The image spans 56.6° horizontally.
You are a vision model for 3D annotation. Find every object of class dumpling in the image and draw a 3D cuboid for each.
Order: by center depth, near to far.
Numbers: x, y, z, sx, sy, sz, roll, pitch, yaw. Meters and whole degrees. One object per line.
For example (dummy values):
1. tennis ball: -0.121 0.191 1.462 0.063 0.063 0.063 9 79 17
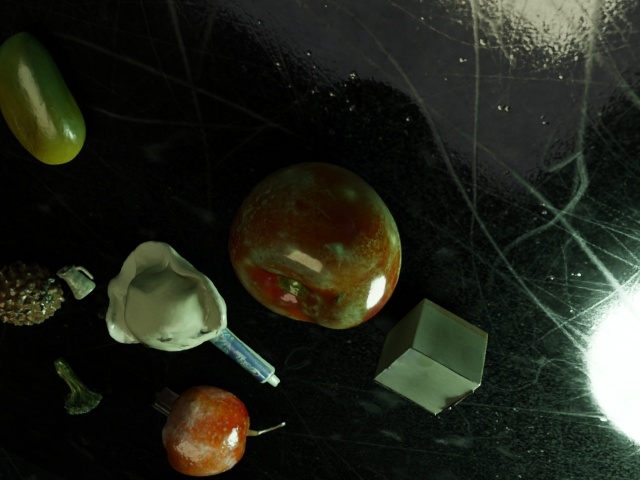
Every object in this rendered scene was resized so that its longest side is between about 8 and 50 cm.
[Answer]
1. dumpling: -0.321 0.117 1.283 0.318 0.187 0.242 -16 85 27

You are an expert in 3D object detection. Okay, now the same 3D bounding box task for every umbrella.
1. umbrella: -0.515 0.167 1.484 0.144 0.037 0.040 -28 103 45

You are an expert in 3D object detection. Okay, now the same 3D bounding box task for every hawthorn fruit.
1. hawthorn fruit: -0.297 0.505 1.571 0.263 0.235 0.231 -3 133 39

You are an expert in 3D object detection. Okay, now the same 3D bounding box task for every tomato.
1. tomato: 0.000 0.000 0.929 0.270 0.222 0.270 20 150 12

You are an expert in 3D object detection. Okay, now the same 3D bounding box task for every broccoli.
1. broccoli: -0.777 0.455 1.874 0.118 0.122 0.204 -16 111 19

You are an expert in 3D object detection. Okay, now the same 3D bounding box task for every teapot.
1. teapot: -0.590 0.093 1.438 0.067 0.057 0.083 -36 113 4

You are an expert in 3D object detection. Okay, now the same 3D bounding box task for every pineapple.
1. pineapple: -0.709 0.127 1.454 0.193 0.166 0.166 -10 128 24

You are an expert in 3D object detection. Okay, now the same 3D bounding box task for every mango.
1. mango: -0.490 -0.239 1.025 0.137 0.091 0.237 1 127 18

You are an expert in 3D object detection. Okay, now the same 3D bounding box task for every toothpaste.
1. toothpaste: -0.199 0.262 1.426 0.268 0.047 0.069 44 148 -15

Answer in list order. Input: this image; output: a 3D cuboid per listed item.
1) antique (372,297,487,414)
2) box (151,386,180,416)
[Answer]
1. antique: 0.204 0.211 1.099 0.147 0.148 0.152 29 138 -6
2. box: -0.451 0.484 1.762 0.085 0.060 0.063 39 145 -15
